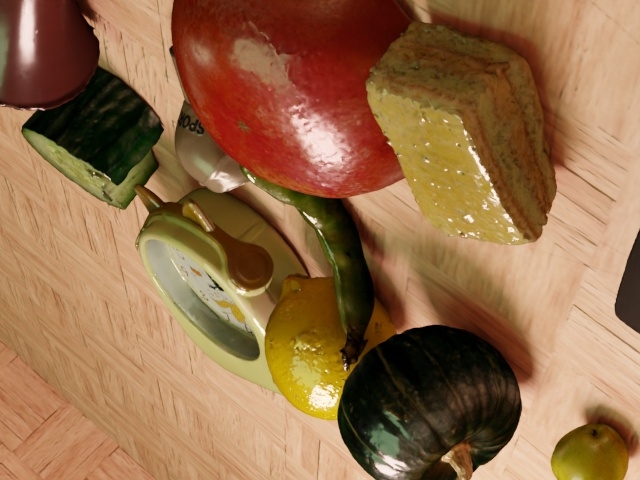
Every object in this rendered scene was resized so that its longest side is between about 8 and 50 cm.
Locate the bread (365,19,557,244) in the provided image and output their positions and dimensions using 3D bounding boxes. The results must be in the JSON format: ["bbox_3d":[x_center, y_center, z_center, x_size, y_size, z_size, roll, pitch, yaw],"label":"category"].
[{"bbox_3d":[0.132,-0.091,1.164,0.138,0.102,0.196,24,152,46],"label":"bread"}]

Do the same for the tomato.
[{"bbox_3d":[-0.040,-0.160,1.294,0.338,0.143,0.338,36,157,18],"label":"tomato"}]

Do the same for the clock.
[{"bbox_3d":[-0.126,0.054,1.822,0.286,0.117,0.348,17,143,49],"label":"clock"}]

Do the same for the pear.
[{"bbox_3d":[0.303,0.247,1.462,0.092,0.092,0.097,36,113,21],"label":"pear"}]

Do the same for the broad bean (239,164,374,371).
[{"bbox_3d":[0.000,0.000,1.507,0.049,0.144,0.292,-15,110,29],"label":"broad bean"}]

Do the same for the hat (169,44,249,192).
[{"bbox_3d":[-0.152,-0.149,1.568,0.147,0.085,0.175,27,152,39],"label":"hat"}]

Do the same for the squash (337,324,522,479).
[{"bbox_3d":[0.128,0.196,1.505,0.172,0.218,0.218,33,155,48],"label":"squash"}]

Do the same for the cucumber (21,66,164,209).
[{"bbox_3d":[-0.315,-0.138,1.816,0.191,0.130,0.191,39,161,16],"label":"cucumber"}]

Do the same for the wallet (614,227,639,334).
[{"bbox_3d":[0.326,0.036,1.144,0.124,0.025,0.244,36,156,21],"label":"wallet"}]

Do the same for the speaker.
[{"bbox_3d":[-0.353,-0.360,1.556,0.329,0.198,0.259,109,155,-49],"label":"speaker"}]

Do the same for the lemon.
[{"bbox_3d":[0.013,0.132,1.649,0.206,0.173,0.173,58,156,-5],"label":"lemon"}]
